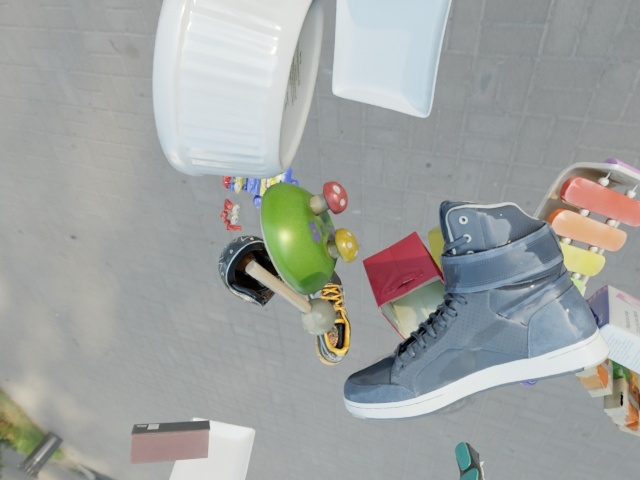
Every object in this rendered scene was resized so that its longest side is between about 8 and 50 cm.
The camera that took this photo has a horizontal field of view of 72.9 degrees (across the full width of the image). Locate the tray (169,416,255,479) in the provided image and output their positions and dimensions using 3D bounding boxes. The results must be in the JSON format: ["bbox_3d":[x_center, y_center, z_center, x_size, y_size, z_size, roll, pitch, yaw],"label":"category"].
[{"bbox_3d":[-0.227,0.492,0.851,0.145,0.270,0.030,13,129,-3],"label":"tray"}]

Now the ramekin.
[{"bbox_3d":[-0.082,-0.198,0.525,0.127,0.273,0.273,15,134,2],"label":"ramekin"}]

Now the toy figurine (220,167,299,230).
[{"bbox_3d":[-0.170,-0.207,1.311,0.217,0.191,0.362,3,100,-24],"label":"toy figurine"}]

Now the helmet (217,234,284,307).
[{"bbox_3d":[-0.166,0.067,1.052,0.161,0.169,0.169,38,135,3],"label":"helmet"}]

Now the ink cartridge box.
[{"bbox_3d":[0.630,0.179,0.853,0.330,0.324,0.071,30,112,25],"label":"ink cartridge box"}]

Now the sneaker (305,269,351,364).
[{"bbox_3d":[0.023,0.142,0.884,0.084,0.215,0.083,-8,166,-16],"label":"sneaker"}]

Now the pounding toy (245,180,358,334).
[{"bbox_3d":[0.000,0.000,0.646,0.110,0.237,0.183,-20,128,22],"label":"pounding toy"}]

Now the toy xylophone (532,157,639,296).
[{"bbox_3d":[0.430,0.018,0.732,0.236,0.081,0.322,5,114,-23],"label":"toy xylophone"}]

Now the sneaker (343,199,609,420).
[{"bbox_3d":[0.103,0.055,0.383,0.226,0.086,0.163,-22,93,12],"label":"sneaker"}]

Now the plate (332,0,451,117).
[{"bbox_3d":[0.154,-0.447,0.987,0.278,0.045,0.277,25,129,30],"label":"plate"}]

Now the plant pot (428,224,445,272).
[{"bbox_3d":[0.470,0.019,1.391,0.187,0.212,0.212,4,113,45],"label":"plant pot"}]

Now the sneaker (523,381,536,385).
[{"bbox_3d":[0.704,0.401,1.507,0.293,0.102,0.146,58,163,-12],"label":"sneaker"}]

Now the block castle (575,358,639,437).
[{"bbox_3d":[0.906,0.339,1.164,0.453,0.213,0.303,48,136,-10],"label":"block castle"}]

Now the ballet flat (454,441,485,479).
[{"bbox_3d":[0.381,0.587,1.075,0.074,0.203,0.074,3,103,11],"label":"ballet flat"}]

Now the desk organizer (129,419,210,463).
[{"bbox_3d":[-0.261,0.351,0.757,0.130,0.050,0.047,4,177,-17],"label":"desk organizer"}]

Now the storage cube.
[{"bbox_3d":[0.255,0.130,1.221,0.184,0.193,0.215,-31,127,14],"label":"storage cube"}]
